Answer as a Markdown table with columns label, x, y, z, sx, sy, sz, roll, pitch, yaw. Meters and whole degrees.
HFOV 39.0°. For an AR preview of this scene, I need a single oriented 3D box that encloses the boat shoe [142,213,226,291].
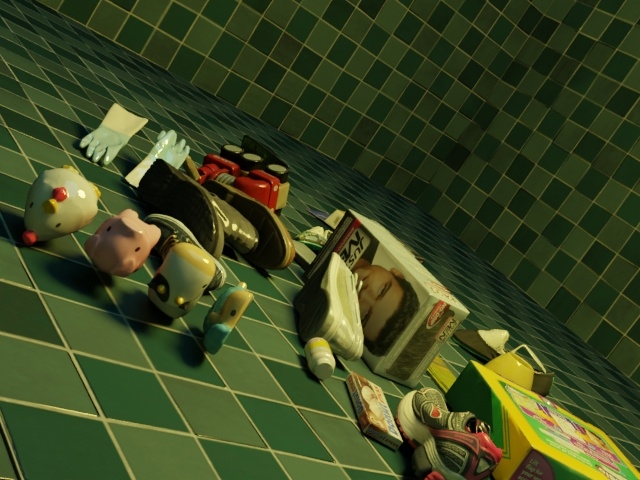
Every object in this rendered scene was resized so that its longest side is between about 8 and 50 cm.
| label | x | y | z | sx | sy | sz | roll | pitch | yaw |
| --- | --- | --- | --- | --- | --- | --- | --- | --- | --- |
| boat shoe | -0.238 | 0.016 | 1.490 | 0.183 | 0.065 | 0.083 | 38 | 10 | 16 |

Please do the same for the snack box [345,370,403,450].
| label | x | y | z | sx | sy | sz | roll | pitch | yaw |
| --- | --- | --- | --- | --- | --- | --- | --- | --- | --- |
| snack box | 0.083 | 0.269 | 1.440 | 0.064 | 0.022 | 0.178 | 33 | 11 | -16 |

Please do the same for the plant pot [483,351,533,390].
| label | x | y | z | sx | sy | sz | roll | pitch | yaw |
| --- | --- | --- | --- | --- | --- | --- | --- | --- | --- |
| plant pot | 0.432 | 0.313 | 2.063 | 0.134 | 0.095 | 0.134 | 33 | 11 | -7 |

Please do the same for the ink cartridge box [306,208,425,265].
| label | x | y | z | sx | sy | sz | roll | pitch | yaw |
| --- | --- | --- | --- | --- | --- | --- | --- | --- | --- |
| ink cartridge box | 0.146 | -0.019 | 2.752 | 0.307 | 0.072 | 0.303 | 40 | 13 | 22 |

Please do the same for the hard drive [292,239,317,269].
| label | x | y | z | sx | sy | sz | roll | pitch | yaw |
| --- | --- | --- | --- | --- | --- | --- | --- | --- | --- |
| hard drive | -0.031 | 0.043 | 2.087 | 0.135 | 0.022 | 0.094 | 42 | 14 | 36 |

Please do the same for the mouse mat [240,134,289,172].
| label | x | y | z | sx | sy | sz | roll | pitch | yaw |
| --- | --- | --- | --- | --- | --- | --- | --- | --- | --- |
| mouse mat | -0.151 | -0.147 | 2.194 | 0.152 | 0.190 | 0.007 | 38 | 44 | 20 |

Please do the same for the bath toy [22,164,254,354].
| label | x | y | z | sx | sy | sz | roll | pitch | yaw |
| --- | --- | --- | --- | --- | --- | --- | --- | --- | --- |
| bath toy | -0.264 | 0.024 | 1.256 | 0.348 | 0.151 | 0.129 | 33 | 46 | -2 |

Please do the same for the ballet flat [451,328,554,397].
| label | x | y | z | sx | sy | sz | roll | pitch | yaw |
| --- | --- | --- | --- | --- | --- | --- | --- | --- | --- |
| ballet flat | 0.468 | 0.286 | 2.280 | 0.280 | 0.096 | 0.095 | 36 | 11 | 11 |

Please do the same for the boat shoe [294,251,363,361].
| label | x | y | z | sx | sy | sz | roll | pitch | yaw |
| --- | --- | --- | --- | --- | --- | --- | --- | --- | --- |
| boat shoe | 0.026 | 0.122 | 1.692 | 0.103 | 0.118 | 0.320 | 37 | 14 | -13 |

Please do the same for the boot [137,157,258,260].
| label | x | y | z | sx | sy | sz | roll | pitch | yaw |
| --- | --- | --- | --- | --- | --- | --- | --- | --- | --- |
| boot | -0.196 | -0.028 | 1.703 | 0.222 | 0.118 | 0.338 | 32 | 14 | -38 |

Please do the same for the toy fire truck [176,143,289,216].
| label | x | y | z | sx | sy | sz | roll | pitch | yaw |
| --- | --- | --- | --- | --- | --- | --- | --- | --- | --- |
| toy fire truck | -0.217 | -0.140 | 2.065 | 0.217 | 0.158 | 0.246 | 26 | 27 | 29 |

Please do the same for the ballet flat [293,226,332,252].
| label | x | y | z | sx | sy | sz | roll | pitch | yaw |
| --- | --- | --- | --- | --- | --- | --- | --- | --- | --- |
| ballet flat | 0.000 | 0.000 | 2.235 | 0.070 | 0.070 | 0.188 | 42 | 10 | 38 |

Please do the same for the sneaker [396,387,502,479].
| label | x | y | z | sx | sy | sz | roll | pitch | yaw |
| --- | --- | --- | --- | --- | --- | --- | --- | --- | --- |
| sneaker | 0.201 | 0.299 | 1.372 | 0.121 | 0.112 | 0.299 | 44 | 6 | -14 |

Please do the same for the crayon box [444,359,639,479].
| label | x | y | z | sx | sy | sz | roll | pitch | yaw |
| --- | --- | --- | --- | --- | --- | --- | --- | --- | --- |
| crayon box | 0.438 | 0.403 | 1.668 | 0.363 | 0.106 | 0.313 | 30 | 13 | -19 |

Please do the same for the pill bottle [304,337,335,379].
| label | x | y | z | sx | sy | sz | roll | pitch | yaw |
| --- | --- | --- | --- | --- | --- | --- | --- | --- | --- |
| pill bottle | 0.000 | 0.194 | 1.468 | 0.043 | 0.043 | 0.083 | 30 | 12 | -17 |

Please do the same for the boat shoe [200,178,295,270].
| label | x | y | z | sx | sy | sz | roll | pitch | yaw |
| --- | --- | --- | --- | --- | --- | --- | --- | --- | --- |
| boat shoe | -0.136 | -0.036 | 1.888 | 0.104 | 0.111 | 0.307 | 19 | 19 | -50 |

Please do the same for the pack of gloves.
| label | x | y | z | sx | sy | sz | roll | pitch | yaw |
| --- | --- | --- | --- | --- | --- | --- | --- | --- | --- |
| pack of gloves | -0.376 | -0.204 | 1.872 | 0.195 | 0.046 | 0.232 | 28 | 34 | -7 |

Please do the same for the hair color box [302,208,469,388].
| label | x | y | z | sx | sy | sz | roll | pitch | yaw |
| --- | --- | --- | --- | --- | --- | --- | --- | --- | --- |
| hair color box | 0.117 | 0.106 | 1.809 | 0.113 | 0.185 | 0.374 | 27 | 13 | -34 |

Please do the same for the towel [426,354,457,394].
| label | x | y | z | sx | sy | sz | roll | pitch | yaw |
| --- | --- | --- | --- | --- | --- | --- | --- | --- | --- |
| towel | 0.262 | 0.283 | 1.897 | 0.102 | 0.021 | 0.237 | 26 | 14 | -31 |
